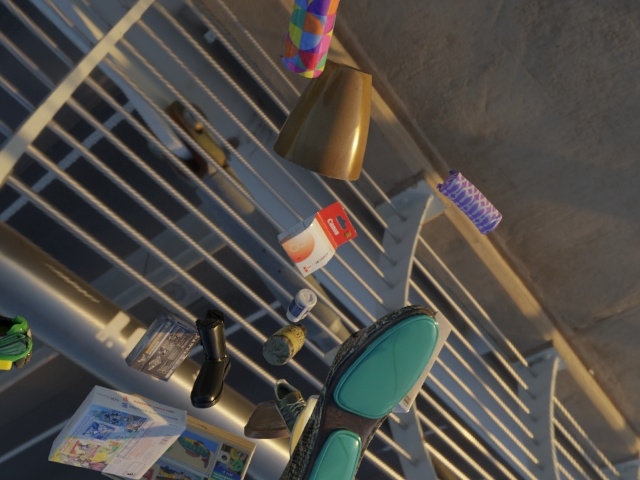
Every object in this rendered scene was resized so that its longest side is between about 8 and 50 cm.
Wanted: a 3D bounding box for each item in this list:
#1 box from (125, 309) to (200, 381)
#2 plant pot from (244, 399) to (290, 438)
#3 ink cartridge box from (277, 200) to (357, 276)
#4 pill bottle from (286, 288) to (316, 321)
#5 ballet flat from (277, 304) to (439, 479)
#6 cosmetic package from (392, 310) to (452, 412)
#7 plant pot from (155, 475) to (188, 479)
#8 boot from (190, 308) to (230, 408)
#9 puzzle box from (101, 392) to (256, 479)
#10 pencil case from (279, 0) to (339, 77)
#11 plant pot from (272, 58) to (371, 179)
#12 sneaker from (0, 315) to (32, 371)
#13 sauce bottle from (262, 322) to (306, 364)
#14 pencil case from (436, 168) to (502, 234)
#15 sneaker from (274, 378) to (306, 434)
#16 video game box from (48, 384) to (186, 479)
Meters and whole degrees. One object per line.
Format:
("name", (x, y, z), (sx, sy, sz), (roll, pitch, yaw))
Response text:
("box", (-0.578, 0.394, 2.087), (0.183, 0.056, 0.231), (39, 86, -41))
("plant pot", (-0.177, 0.677, 2.151), (0.238, 0.237, 0.109), (-4, 86, 5))
("ink cartridge box", (0.000, 0.000, 1.430), (0.179, 0.045, 0.145), (-28, 134, 3))
("pill bottle", (-0.066, 0.214, 1.821), (0.067, 0.067, 0.120), (21, 135, -15))
("ballet flat", (0.037, 0.313, 1.041), (0.164, 0.182, 0.482), (29, 87, -28))
("cosmetic package", (0.186, 0.258, 1.204), (0.060, 0.239, 0.099), (49, 142, -11))
("plant pot", (-0.262, 0.698, 1.336), (0.274, 0.256, 0.256), (6, 129, -16))
("boot", (-0.333, 0.340, 1.656), (0.094, 0.246, 0.207), (-2, 114, 8))
("puzzle box", (-0.424, 0.651, 1.669), (0.409, 0.052, 0.272), (21, 103, 3))
("pencil case", (-0.015, -0.449, 1.137), (0.105, 0.104, 0.236), (12, 139, -8))
("plant pot", (0.031, -0.314, 1.418), (0.237, 0.237, 0.254), (17, 109, -12))
("sneaker", (-0.890, 0.210, 1.382), (0.344, 0.134, 0.146), (12, 115, -18))
("sauce bottle", (-0.122, 0.375, 2.110), (0.112, 0.344, 0.111), (1, 94, 10))
("pencil case", (0.432, -0.109, 1.639), (0.206, 0.086, 0.088), (44, 141, -5))
("sneaker", (-0.065, 0.414, 1.381), (0.064, 0.192, 0.086), (-17, 117, -25))
("video game box", (-0.391, 0.377, 1.085), (0.187, 0.048, 0.205), (26, 120, -29))
